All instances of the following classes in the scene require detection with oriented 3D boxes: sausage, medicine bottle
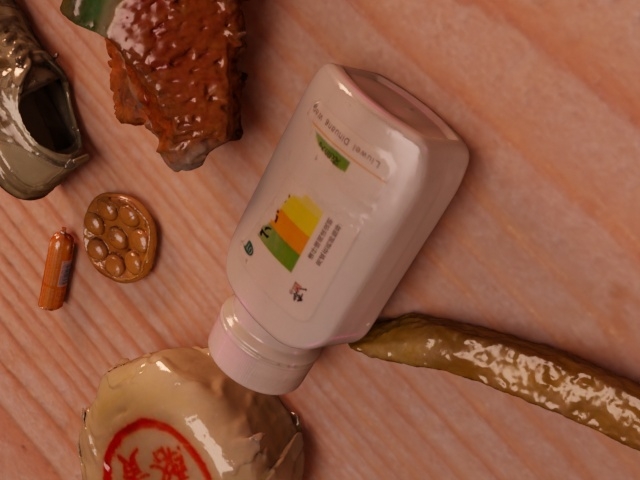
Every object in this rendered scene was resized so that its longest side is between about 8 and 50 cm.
[{"bbox_3d":[-0.317,0.032,0.946,0.031,0.031,0.107,26,111,21],"label":"sausage"},{"bbox_3d":[0.000,0.000,0.718,0.161,0.111,0.296,48,122,32],"label":"medicine bottle"}]

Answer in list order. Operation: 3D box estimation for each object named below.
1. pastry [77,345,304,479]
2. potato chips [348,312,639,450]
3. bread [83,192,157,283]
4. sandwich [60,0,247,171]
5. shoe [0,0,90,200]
[{"bbox_3d":[-0.144,0.233,0.843,0.264,0.133,0.265,5,100,30],"label":"pastry"},{"bbox_3d":[0.205,0.132,0.669,0.406,0.057,0.080,21,113,23],"label":"potato chips"},{"bbox_3d":[-0.229,-0.004,0.894,0.110,0.024,0.110,6,103,26],"label":"bread"},{"bbox_3d":[-0.164,-0.212,0.734,0.250,0.162,0.301,-19,89,35],"label":"sandwich"},{"bbox_3d":[-0.341,-0.186,0.873,0.098,0.103,0.275,-17,99,29],"label":"shoe"}]
